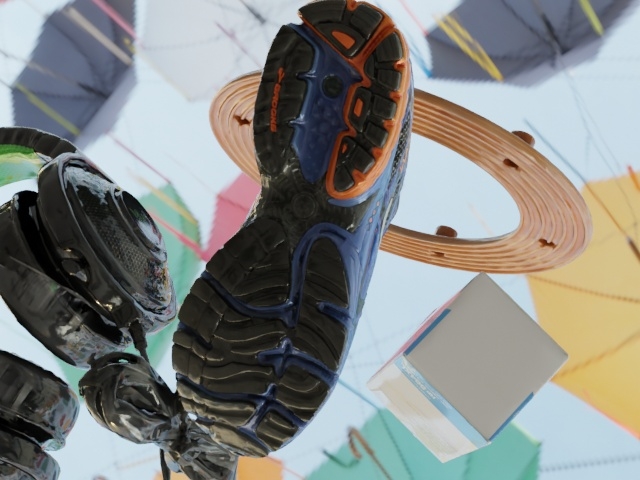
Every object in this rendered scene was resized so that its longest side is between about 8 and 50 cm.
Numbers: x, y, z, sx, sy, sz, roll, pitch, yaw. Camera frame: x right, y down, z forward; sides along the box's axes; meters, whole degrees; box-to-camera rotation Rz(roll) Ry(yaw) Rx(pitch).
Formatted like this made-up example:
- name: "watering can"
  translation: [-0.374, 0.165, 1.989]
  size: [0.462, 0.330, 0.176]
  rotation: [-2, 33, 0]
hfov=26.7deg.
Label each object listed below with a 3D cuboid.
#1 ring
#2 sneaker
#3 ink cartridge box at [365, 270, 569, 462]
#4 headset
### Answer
- name: "ring"
  translation: [0.067, -0.059, 1.138]
  size: [0.337, 0.336, 0.032]
  rotation: [9, -113, 33]
- name: "sneaker"
  translation: [0.000, 0.000, 0.629]
  size: [0.083, 0.087, 0.221]
  rotation: [25, -78, 18]
- name: "ink cartridge box"
  translation: [0.103, 0.100, 1.015]
  size: [0.090, 0.143, 0.092]
  rotation: [45, -109, 3]
- name: "headset"
  translation: [-0.195, 0.051, 0.833]
  size: [0.394, 0.185, 0.243]
  rotation: [27, -103, 38]
